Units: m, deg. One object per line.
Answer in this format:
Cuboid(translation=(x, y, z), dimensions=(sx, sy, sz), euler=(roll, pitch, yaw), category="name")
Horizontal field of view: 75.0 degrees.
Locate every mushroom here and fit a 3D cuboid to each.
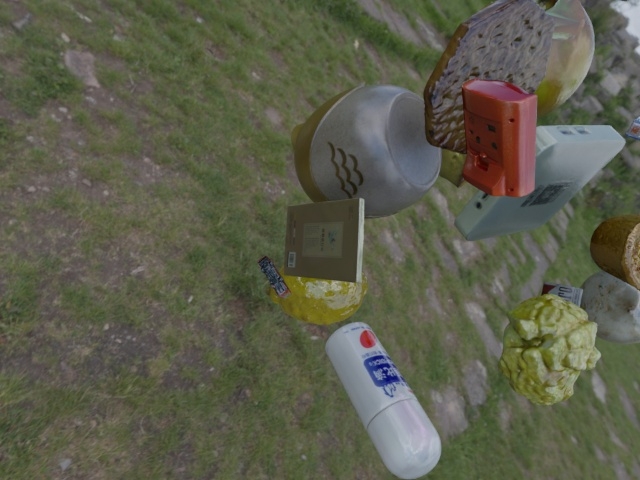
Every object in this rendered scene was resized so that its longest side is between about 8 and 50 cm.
Cuboid(translation=(0.962, 0.214, 1.332), dimensions=(0.244, 0.244, 0.243), euler=(30, 41, -30), category="mushroom")

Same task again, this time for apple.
Cuboid(translation=(0.570, -0.541, 1.208), dimensions=(0.375, 0.374, 0.383), euler=(-7, 59, -52), category="apple")

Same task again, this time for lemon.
Cuboid(translation=(-0.003, 0.157, 1.445), dimensions=(0.317, 0.285, 0.285), euler=(19, 47, -30), category="lemon")

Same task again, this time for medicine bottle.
Cuboid(translation=(0.133, 0.344, 0.917), dimensions=(0.130, 0.130, 0.340), euler=(21, 25, -38), category="medicine bottle")

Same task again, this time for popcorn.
Cuboid(translation=(0.518, 0.247, 0.963), dimensions=(0.255, 0.195, 0.255), euler=(27, 76, -41), category="popcorn")

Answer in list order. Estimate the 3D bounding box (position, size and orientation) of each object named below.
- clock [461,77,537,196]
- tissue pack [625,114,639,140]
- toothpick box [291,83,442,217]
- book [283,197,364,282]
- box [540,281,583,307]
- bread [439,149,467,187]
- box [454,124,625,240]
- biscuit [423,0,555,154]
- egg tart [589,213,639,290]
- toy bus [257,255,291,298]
Cuboid(translation=(0.244, -0.145, 0.592), dimensions=(0.113, 0.061, 0.155), euler=(53, -14, 51), category="clock")
Cuboid(translation=(1.011, -0.319, 1.240), dimensions=(0.155, 0.065, 0.116), euler=(34, 39, 27), category="tissue pack")
Cuboid(translation=(0.130, -0.272, 1.334), dimensions=(0.409, 0.426, 0.407), euler=(5, 82, -45), category="toothpick box")
Cuboid(translation=(0.000, 0.000, 1.159), dimensions=(0.021, 0.311, 0.216), euler=(5, 87, -41), category="book")
Cuboid(translation=(0.754, 0.228, 1.325), dimensions=(0.036, 0.115, 0.177), euler=(45, 61, -51), category="box")
Cuboid(translation=(0.488, -0.323, 1.428), dimensions=(0.163, 0.261, 0.204), euler=(-11, 33, -14), category="bread")
Cuboid(translation=(0.593, -0.156, 1.157), dimensions=(0.374, 0.367, 0.090), euler=(-7, 53, -27), category="box")
Cuboid(translation=(0.371, -0.353, 0.933), dimensions=(0.359, 0.359, 0.046), euler=(11, 32, -44), category="biscuit")
Cuboid(translation=(0.780, 0.021, 1.036), dimensions=(0.203, 0.202, 0.147), euler=(43, -2, -15), category="egg tart")
Cuboid(translation=(-0.108, 0.086, 0.982), dimensions=(0.110, 0.031, 0.043), euler=(54, 3, 31), category="toy bus")
